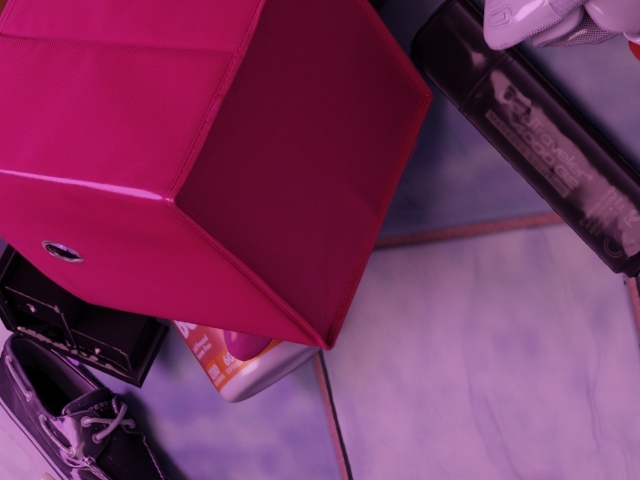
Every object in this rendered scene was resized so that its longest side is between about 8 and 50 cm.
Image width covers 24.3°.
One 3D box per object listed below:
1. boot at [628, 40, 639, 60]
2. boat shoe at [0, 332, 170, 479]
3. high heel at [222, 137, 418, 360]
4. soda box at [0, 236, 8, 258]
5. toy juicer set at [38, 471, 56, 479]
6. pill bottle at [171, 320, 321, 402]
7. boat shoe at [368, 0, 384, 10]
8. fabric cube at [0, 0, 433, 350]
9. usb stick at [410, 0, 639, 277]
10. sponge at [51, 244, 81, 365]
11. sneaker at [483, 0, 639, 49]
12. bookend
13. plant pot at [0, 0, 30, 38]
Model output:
[{"bbox_3d":[0.286,-0.217,1.085,0.176,0.088,0.244,-13,99,40],"label":"boot"},{"bbox_3d":[-0.247,0.207,1.604,0.301,0.108,0.102,39,125,30],"label":"boat shoe"},{"bbox_3d":[0.000,0.000,1.311,0.117,0.082,0.244,11,68,42],"label":"high heel"},{"bbox_3d":[-0.357,-0.072,1.594,0.074,0.069,0.216,9,97,31],"label":"soda box"},{"bbox_3d":[-0.206,0.390,1.547,0.209,0.089,0.329,30,149,20],"label":"toy juicer set"},{"bbox_3d":[-0.097,0.037,1.423,0.121,0.121,0.216,-43,77,37],"label":"pill bottle"},{"bbox_3d":[-0.024,-0.345,1.289,0.112,0.095,0.335,-16,88,40],"label":"boat shoe"},{"bbox_3d":[-0.105,-0.089,1.209,0.258,0.254,0.259,9,66,33],"label":"fabric cube"},{"bbox_3d":[0.181,-0.089,1.226,0.278,0.045,0.077,49,119,16],"label":"usb stick"},{"bbox_3d":[-0.311,0.032,1.642,0.210,0.031,0.117,37,122,24],"label":"sponge"},{"bbox_3d":[0.131,-0.254,1.120,0.366,0.137,0.210,15,108,48],"label":"sneaker"},{"bbox_3d":[-0.239,0.070,1.487,0.157,0.072,0.156,23,162,3],"label":"bookend"},{"bbox_3d":[-0.283,-0.137,1.414,0.203,0.291,0.291,21,125,-18],"label":"plant pot"}]
